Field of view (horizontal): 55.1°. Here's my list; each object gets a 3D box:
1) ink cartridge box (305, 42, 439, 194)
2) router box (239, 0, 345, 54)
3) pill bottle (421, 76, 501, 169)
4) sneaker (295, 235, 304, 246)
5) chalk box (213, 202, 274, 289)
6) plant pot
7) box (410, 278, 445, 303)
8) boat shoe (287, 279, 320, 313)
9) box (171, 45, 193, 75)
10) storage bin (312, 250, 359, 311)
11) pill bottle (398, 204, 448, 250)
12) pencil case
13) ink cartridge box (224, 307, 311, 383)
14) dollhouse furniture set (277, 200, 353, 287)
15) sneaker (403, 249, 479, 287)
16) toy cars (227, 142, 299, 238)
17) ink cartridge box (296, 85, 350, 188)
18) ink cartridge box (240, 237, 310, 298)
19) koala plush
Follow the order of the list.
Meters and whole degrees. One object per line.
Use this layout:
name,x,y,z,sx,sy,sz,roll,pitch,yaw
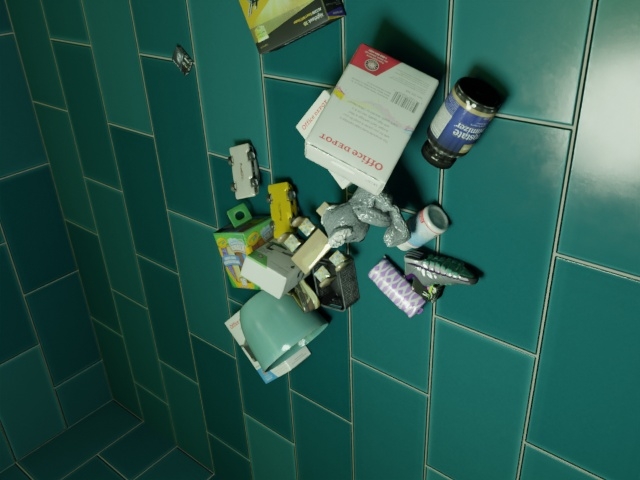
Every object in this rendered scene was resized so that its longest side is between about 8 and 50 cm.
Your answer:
ink cartridge box,0.125,-0.304,1.549,0.226,0.306,0.131,29,171,3
router box,-0.098,-0.696,1.741,0.309,0.081,0.242,-9,107,46
pill bottle,0.342,-0.286,1.531,0.123,0.123,0.219,44,137,15
sneaker,-0.088,0.008,2.165,0.082,0.069,0.209,-18,102,41
chalk box,-0.252,0.011,2.235,0.179,0.180,0.288,1,115,44
plant pot,-0.156,0.298,2.235,0.235,0.293,0.293,51,138,12
box,0.325,0.137,1.850,0.083,0.052,0.062,33,132,27
boat shoe,-0.093,0.161,2.148,0.223,0.073,0.080,48,149,22
box,-0.494,-0.644,2.200,0.083,0.018,0.067,51,138,8
storage bin,0.052,0.138,2.090,0.122,0.084,0.180,10,119,40
pill bottle,0.284,-0.032,1.763,0.087,0.087,0.160,56,138,3
pencil case,0.239,0.149,1.919,0.206,0.086,0.088,47,172,15
ink cartridge box,-0.216,0.390,2.462,0.307,0.129,0.223,55,140,4
dollhouse furniture set,0.000,0.000,1.925,0.212,0.161,0.242,47,107,13
sneaker,0.346,0.101,1.775,0.224,0.083,0.098,20,122,28
toy cars,-0.188,-0.172,2.133,0.393,0.087,0.176,45,111,18
ink cartridge box,0.087,-0.304,1.729,0.232,0.168,0.171,54,138,5
ink cartridge box,-0.136,0.081,2.048,0.160,0.219,0.092,29,121,15
koala plush,0.106,-0.070,1.719,0.221,0.196,0.203,-26,122,9
